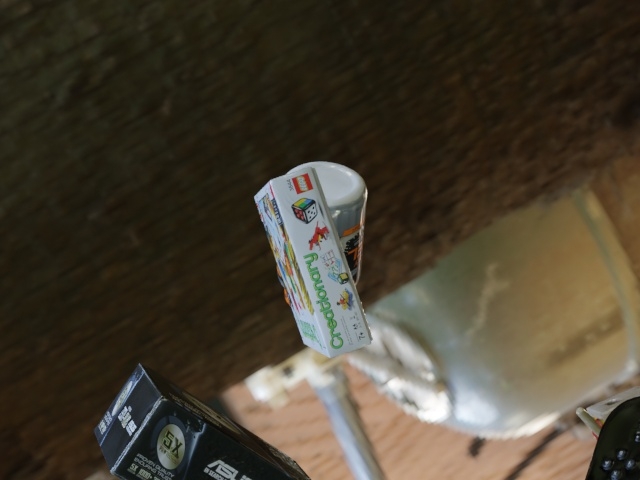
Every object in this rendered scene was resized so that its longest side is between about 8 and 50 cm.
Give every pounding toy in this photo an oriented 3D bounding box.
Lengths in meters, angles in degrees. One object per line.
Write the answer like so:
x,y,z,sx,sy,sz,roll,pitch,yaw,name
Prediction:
0.371,0.240,1.776,0.141,0.100,0.130,73,173,-87,pounding toy

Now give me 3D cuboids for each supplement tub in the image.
0.000,0.000,1.969,0.117,0.117,0.190,50,146,45,supplement tub

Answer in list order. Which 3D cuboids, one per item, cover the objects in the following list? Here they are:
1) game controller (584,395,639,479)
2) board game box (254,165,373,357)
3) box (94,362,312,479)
0.412,0.225,1.466,0.319,0.166,0.067,-7,145,41,game controller
-0.013,0.025,1.626,0.305,0.053,0.193,162,89,-84,board game box
-0.095,0.196,1.270,0.180,0.077,0.147,34,177,-14,box
